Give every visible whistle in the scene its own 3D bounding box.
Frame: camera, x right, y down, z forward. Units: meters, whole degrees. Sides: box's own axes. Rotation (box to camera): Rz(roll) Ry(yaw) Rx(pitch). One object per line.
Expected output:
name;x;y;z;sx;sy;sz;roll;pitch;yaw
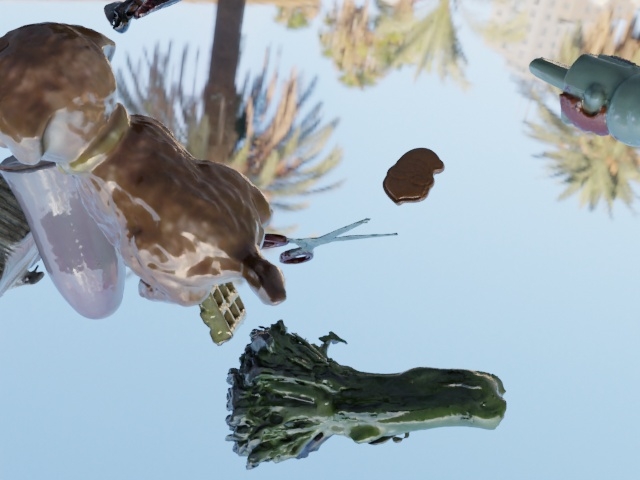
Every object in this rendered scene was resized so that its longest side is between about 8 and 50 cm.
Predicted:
whistle;0.351;-0.174;1.143;0.253;0.105;0.102;38;-179;44

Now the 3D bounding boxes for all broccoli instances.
broccoli;0.047;0.169;1.016;0.304;0.164;0.145;-1;165;15

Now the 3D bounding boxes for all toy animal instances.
toy animal;-0.108;-0.047;0.554;0.104;0.185;0.184;-42;-147;-17

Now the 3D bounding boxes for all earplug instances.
earplug;-0.405;-0.005;1.568;0.172;0.301;0.172;-10;-160;4

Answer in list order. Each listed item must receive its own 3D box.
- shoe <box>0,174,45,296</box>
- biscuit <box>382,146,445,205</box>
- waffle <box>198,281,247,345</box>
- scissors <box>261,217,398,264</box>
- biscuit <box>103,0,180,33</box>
shoe;-0.614;0.047;1.729;0.172;0.198;0.351;38;-104;9
biscuit;0.177;-0.124;1.817;0.102;0.019;0.130;32;-101;32
waffle;-0.252;0.101;2.163;0.055;0.247;0.221;-25;-173;8
scissors;0.000;0.000;1.514;0.248;0.017;0.144;-12;158;36
biscuit;-0.222;-0.380;1.448;0.235;0.063;0.151;-20;-163;-3
